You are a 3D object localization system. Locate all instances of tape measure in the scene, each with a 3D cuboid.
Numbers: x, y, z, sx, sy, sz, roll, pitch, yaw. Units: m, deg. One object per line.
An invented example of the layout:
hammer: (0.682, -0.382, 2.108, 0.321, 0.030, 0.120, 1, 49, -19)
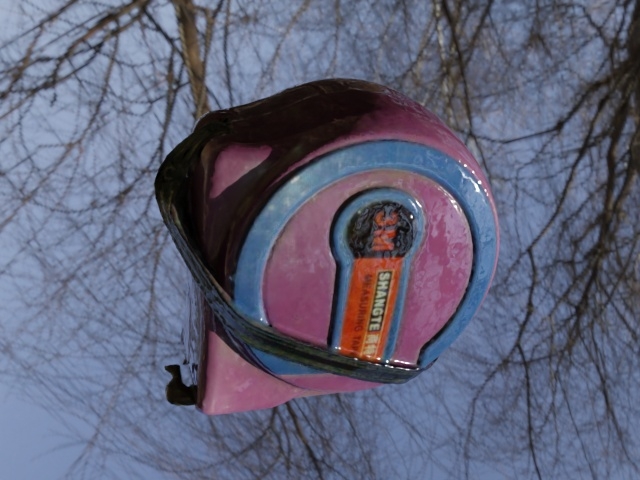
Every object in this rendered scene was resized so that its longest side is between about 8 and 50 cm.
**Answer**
tape measure: (0.000, 0.000, 0.604, 0.245, 0.232, 0.149, -1, -154, -17)
